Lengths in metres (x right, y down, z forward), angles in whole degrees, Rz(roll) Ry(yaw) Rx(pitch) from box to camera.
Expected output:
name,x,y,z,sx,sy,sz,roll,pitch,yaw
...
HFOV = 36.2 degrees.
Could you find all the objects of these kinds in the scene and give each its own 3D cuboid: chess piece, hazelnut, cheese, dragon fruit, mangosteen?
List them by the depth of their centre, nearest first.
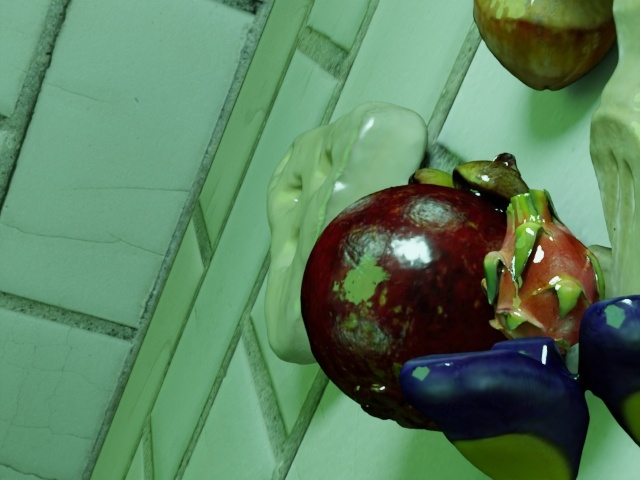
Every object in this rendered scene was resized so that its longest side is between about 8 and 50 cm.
name,x,y,z,sx,sy,sz,roll,pitch,yaw
chess piece,0.234,-0.052,0.653,0.137,0.137,0.301,-146,65,-73
dragon fruit,0.149,0.024,0.663,0.086,0.081,0.116,55,-153,-63
mangosteen,0.102,0.029,0.809,0.257,0.215,0.215,-63,11,-29
hazelnut,0.199,-0.210,0.872,0.150,0.150,0.150,-161,90,-73
cheese,0.000,0.000,1.274,0.351,0.129,0.328,172,117,-71

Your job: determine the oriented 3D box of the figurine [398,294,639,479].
name,x,y,z,sx,sy,sz,roll,pitch,yaw
figurine,0.135,0.227,0.385,0.193,0.154,0.421,63,-160,-59
